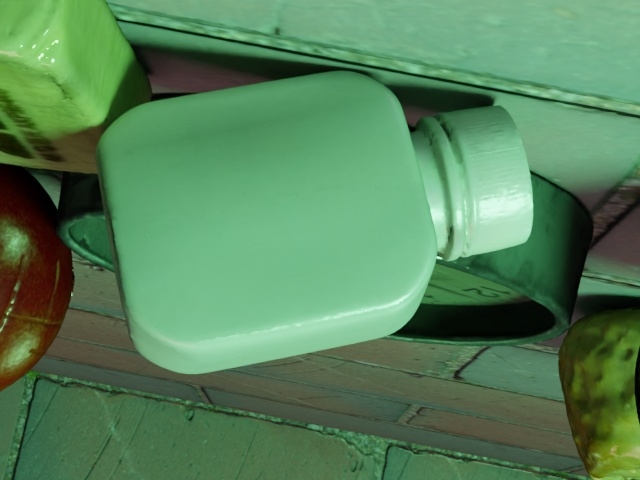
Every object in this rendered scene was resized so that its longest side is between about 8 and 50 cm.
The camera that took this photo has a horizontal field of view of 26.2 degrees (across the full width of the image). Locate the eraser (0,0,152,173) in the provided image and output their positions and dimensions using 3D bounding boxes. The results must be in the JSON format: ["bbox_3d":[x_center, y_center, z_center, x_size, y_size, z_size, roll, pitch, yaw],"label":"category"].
[{"bbox_3d":[-0.147,-0.081,0.598,0.117,0.058,0.172,9,168,6],"label":"eraser"}]

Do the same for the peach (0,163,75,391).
[{"bbox_3d":[-0.250,0.020,0.859,0.197,0.197,0.197,10,168,2],"label":"peach"}]

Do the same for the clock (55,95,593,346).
[{"bbox_3d":[0.001,-0.001,0.821,0.318,0.066,0.319,10,168,2],"label":"clock"}]

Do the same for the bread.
[{"bbox_3d":[0.289,0.137,0.999,0.244,0.134,0.244,17,164,5],"label":"bread"}]

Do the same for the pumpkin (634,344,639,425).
[{"bbox_3d":[0.268,0.067,0.683,0.223,0.157,0.224,-1,156,0],"label":"pumpkin"}]

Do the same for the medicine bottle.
[{"bbox_3d":[-0.003,-0.013,0.610,0.183,0.119,0.069,-12,158,-6],"label":"medicine bottle"}]
